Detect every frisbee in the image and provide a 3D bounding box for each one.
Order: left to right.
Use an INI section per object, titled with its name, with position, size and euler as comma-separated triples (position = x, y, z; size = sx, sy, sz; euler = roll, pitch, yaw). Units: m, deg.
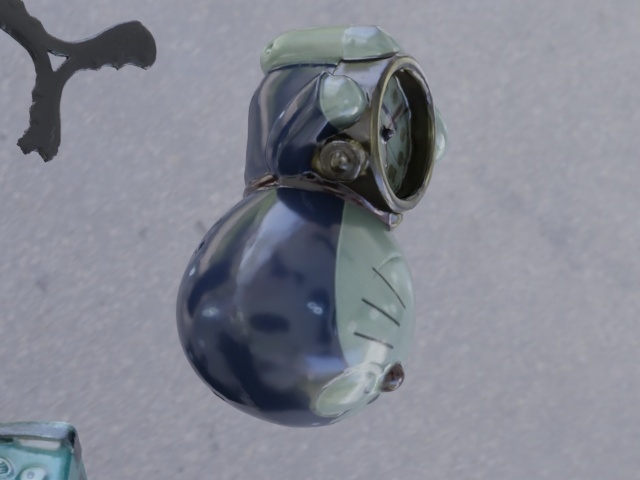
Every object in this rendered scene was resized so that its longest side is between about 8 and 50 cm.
[frisbee]
position = -0.265, -0.168, 1.713
size = 0.211, 0.012, 0.187
euler = 14, 71, -29

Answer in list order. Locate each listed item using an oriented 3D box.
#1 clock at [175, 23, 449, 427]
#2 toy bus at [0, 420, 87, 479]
[clock]
position = 0.000, 0.000, 1.071
size = 0.199, 0.146, 0.243
euler = 54, 47, -59
[toy bus]
position = -0.177, 0.241, 0.986
size = 0.128, 0.256, 0.147
euler = -7, 35, 4
